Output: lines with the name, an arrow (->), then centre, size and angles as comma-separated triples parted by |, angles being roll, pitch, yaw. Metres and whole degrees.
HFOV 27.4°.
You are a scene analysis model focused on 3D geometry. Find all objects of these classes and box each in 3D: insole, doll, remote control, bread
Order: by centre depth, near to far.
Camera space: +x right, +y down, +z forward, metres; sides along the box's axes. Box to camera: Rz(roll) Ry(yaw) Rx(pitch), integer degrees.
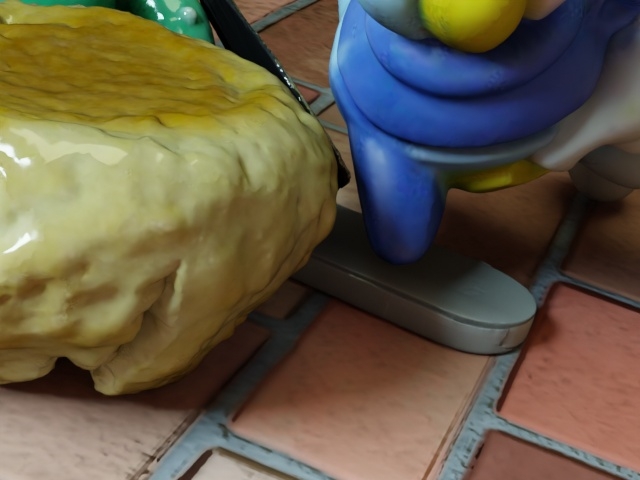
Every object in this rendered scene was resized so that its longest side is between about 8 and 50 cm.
bread -> -0.116, -0.019, 0.562 | 0.244, 0.134, 0.244 | 10, 24, -4
doll -> 0.134, -0.108, 0.692 | 0.366, 0.376, 0.187 | -4, 56, -26
remote control -> 0.000, 0.000, 0.713 | 0.245, 0.022, 0.077 | 23, 27, 16
insole -> -0.035, -0.100, 0.772 | 0.009, 0.119, 0.348 | -31, 17, -2

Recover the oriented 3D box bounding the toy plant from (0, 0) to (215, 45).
toy plant -> -0.208, -0.203, 0.850 | 0.279, 0.185, 0.400 | 33, 19, -37
